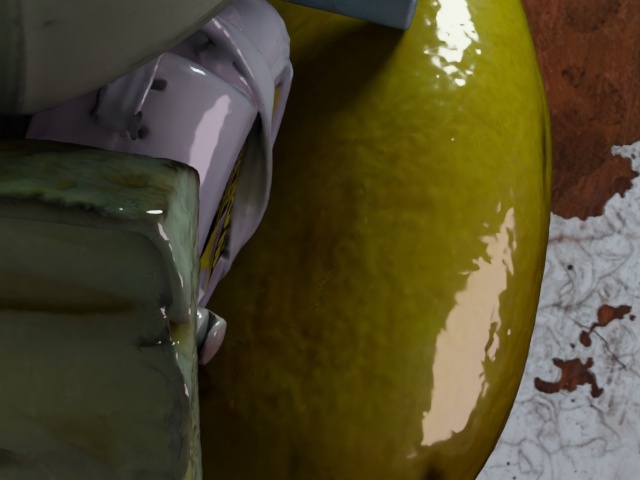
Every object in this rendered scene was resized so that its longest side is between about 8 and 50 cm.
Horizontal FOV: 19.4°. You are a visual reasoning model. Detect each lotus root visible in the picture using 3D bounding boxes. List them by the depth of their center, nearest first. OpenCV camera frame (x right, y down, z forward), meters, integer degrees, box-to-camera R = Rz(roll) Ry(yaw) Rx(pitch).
[{"bbox_3d":[-0.101,0.054,0.681,0.138,0.119,0.234,-92,-179,-54],"label":"lotus root"}]

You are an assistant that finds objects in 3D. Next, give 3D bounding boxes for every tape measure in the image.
[{"bbox_3d":[-0.080,-0.027,0.869,0.197,0.120,0.236,-62,172,-58],"label":"tape measure"}]

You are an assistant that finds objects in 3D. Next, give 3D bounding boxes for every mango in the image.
[{"bbox_3d":[0.000,0.000,1.087,0.301,0.220,0.445,-11,-125,50],"label":"mango"}]

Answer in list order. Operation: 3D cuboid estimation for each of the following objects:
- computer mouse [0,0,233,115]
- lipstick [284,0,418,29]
[{"bbox_3d":[-0.029,-0.242,0.694,0.228,0.146,0.428,68,35,-80],"label":"computer mouse"},{"bbox_3d":[-0.024,-0.151,0.984,0.048,0.158,0.048,14,90,-87],"label":"lipstick"}]
